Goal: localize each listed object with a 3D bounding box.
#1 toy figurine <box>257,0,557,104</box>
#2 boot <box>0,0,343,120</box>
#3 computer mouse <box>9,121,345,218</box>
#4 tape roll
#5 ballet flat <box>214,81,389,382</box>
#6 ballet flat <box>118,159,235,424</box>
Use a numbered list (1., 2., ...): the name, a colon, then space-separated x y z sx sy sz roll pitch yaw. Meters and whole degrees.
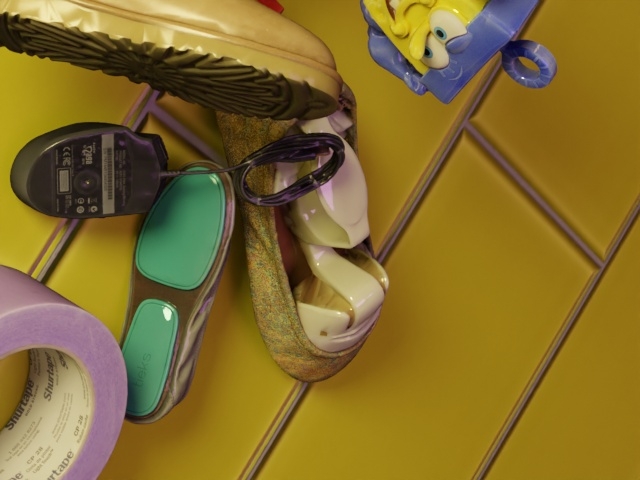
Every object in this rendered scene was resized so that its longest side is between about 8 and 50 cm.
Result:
1. toy figurine: 0.099 -0.204 1.086 0.191 0.217 0.362 -45 -179 -32
2. boot: -0.071 -0.226 0.976 0.089 0.236 0.270 120 -14 -76
3. computer mouse: -0.100 -0.055 1.164 0.242 0.041 0.071 -3 116 -18
4. tape roll: -0.233 0.117 1.142 0.189 0.080 0.189 -24 126 -38
5. ballet flat: 0.000 0.000 1.303 0.123 0.123 0.349 -37 134 -28
6. ballet flat: -0.111 0.037 1.254 0.068 0.072 0.213 -21 130 -73
